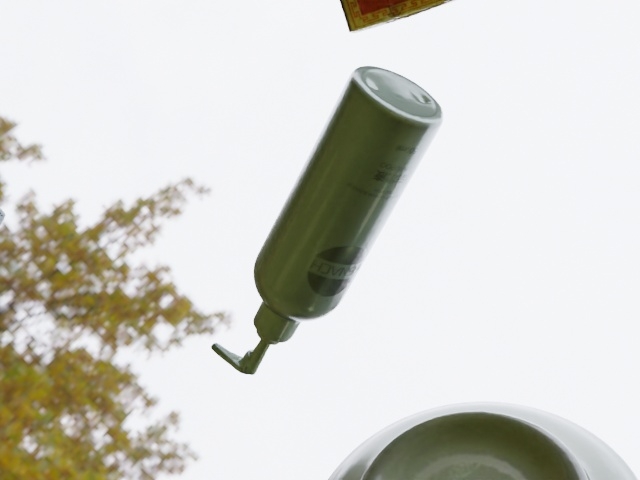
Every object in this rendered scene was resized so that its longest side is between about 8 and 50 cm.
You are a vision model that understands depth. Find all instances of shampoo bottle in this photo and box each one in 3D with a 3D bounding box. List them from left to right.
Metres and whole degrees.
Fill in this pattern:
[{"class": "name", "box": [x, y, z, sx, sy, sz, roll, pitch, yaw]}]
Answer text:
[{"class": "shampoo bottle", "box": [0.000, 0.000, 0.727, 0.056, 0.056, 0.195, 32, -61, 8]}]

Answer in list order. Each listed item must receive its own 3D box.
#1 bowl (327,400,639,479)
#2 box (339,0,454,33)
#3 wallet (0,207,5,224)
[{"class": "bowl", "box": [0.081, 0.164, 0.681, 0.211, 0.211, 0.112, 11, -40, 22]}, {"class": "box", "box": [0.111, -0.247, 0.900, 0.239, 0.074, 0.153, -17, -78, 9]}, {"class": "wallet", "box": [-0.351, -0.044, 1.244, 0.026, 0.088, 0.129, -19, -57, 35]}]
